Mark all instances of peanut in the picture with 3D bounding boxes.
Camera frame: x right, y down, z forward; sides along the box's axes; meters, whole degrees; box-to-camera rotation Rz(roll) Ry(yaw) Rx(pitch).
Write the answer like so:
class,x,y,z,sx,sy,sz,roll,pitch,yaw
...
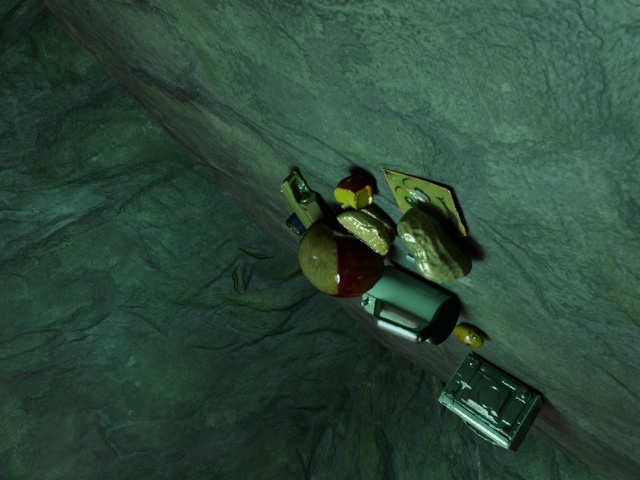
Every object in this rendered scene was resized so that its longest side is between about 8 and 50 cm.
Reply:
class,x,y,z,sx,sy,sz,roll,pitch,yaw
peanut,0.355,0.033,1.315,0.291,0.159,0.143,45,146,-17

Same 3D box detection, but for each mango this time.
class,x,y,z,sx,sy,sz,roll,pitch,yaw
mango,0.683,0.440,1.943,0.115,0.090,0.178,37,177,-19

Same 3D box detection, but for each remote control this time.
class,x,y,z,sx,sy,sz,roll,pitch,yaw
remote control,0.432,0.121,1.733,0.184,0.027,0.050,37,166,22

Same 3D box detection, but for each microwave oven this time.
class,x,y,z,sx,sy,sz,roll,pitch,yaw
microwave oven,0.870,0.831,2.146,0.394,0.333,0.247,28,165,42

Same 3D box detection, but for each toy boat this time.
class,x,y,z,sx,sy,sz,roll,pitch,yaw
toy boat,-0.059,-0.159,1.996,0.162,0.136,0.445,23,158,40

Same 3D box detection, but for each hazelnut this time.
class,x,y,z,sx,sy,sz,roll,pitch,yaw
hazelnut,0.101,0.064,1.871,0.409,0.359,0.359,28,162,36

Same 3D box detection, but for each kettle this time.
class,x,y,z,sx,sy,sz,roll,pitch,yaw
kettle,0.373,0.301,1.853,0.376,0.361,0.250,25,118,43

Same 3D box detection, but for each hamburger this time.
class,x,y,z,sx,sy,sz,roll,pitch,yaw
hamburger,0.190,-0.072,1.622,0.262,0.124,0.131,36,149,0

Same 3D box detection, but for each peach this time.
class,x,y,z,sx,sy,sz,roll,pitch,yaw
peach,0.118,-0.175,1.459,0.151,0.118,0.151,14,-162,-5

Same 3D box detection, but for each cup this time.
class,x,y,z,sx,sy,sz,roll,pitch,yaw
cup,-0.093,-0.101,2.253,0.150,0.138,0.113,45,167,-16

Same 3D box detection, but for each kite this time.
class,x,y,z,sx,sy,sz,roll,pitch,yaw
kite,0.315,-0.117,1.312,0.327,0.013,0.377,41,169,0
